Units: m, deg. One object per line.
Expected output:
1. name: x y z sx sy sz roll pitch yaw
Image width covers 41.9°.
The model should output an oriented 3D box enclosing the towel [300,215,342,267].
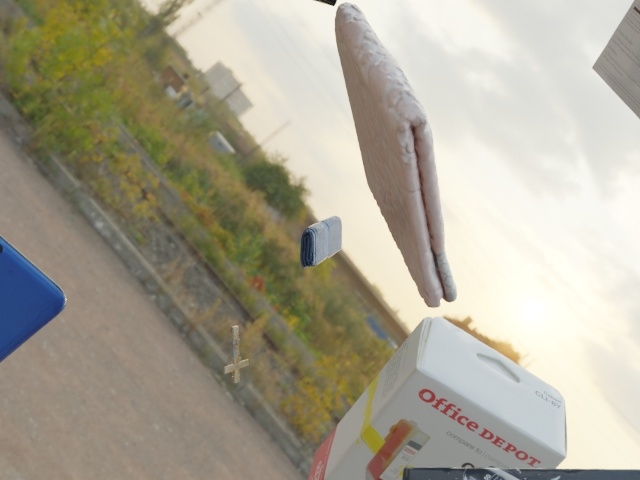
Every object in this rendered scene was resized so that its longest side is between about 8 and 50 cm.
1. towel: 0.000 0.000 1.378 0.029 0.067 0.119 9 17 24

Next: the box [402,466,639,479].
1. box: 0.231 0.416 0.819 0.343 0.312 0.179 -77 155 -45

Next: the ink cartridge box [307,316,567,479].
1. ink cartridge box: 0.182 0.356 1.391 0.279 0.385 0.160 31 29 -3

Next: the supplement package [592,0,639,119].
1. supplement package: 0.453 -0.254 0.950 0.139 0.244 0.134 8 37 -24

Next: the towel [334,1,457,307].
1. towel: 0.099 -0.120 1.133 0.332 0.053 0.317 -111 -176 -51

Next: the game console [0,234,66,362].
1. game console: -0.484 0.019 1.049 0.293 0.173 0.250 46 -8 -18

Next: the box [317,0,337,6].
1. box: -0.070 -0.501 1.115 0.293 0.296 0.073 24 14 15

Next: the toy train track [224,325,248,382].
1. toy train track: -0.126 0.164 1.204 0.014 0.083 0.048 9 13 40
